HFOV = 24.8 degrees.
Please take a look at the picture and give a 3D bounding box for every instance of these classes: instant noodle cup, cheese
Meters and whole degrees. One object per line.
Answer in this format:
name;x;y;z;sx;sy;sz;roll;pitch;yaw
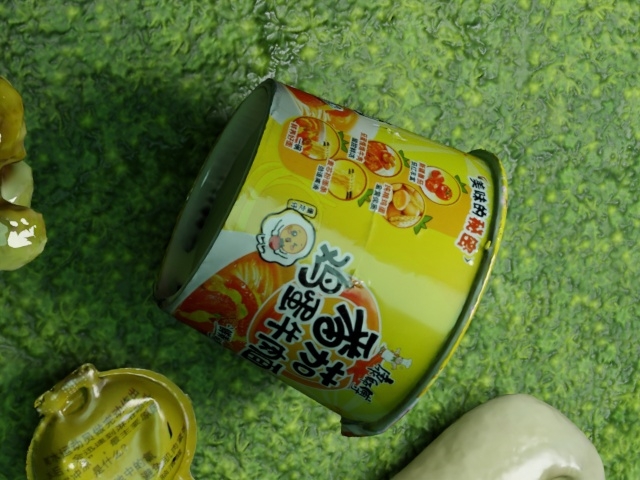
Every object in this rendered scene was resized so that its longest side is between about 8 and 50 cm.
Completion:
instant noodle cup;0.000;0.000;1.172;0.200;0.264;0.264;27;91;-15
cheese;-0.159;0.204;1.247;0.156;0.064;0.250;-37;121;-9
cheese;0.095;0.285;1.326;0.351;0.129;0.328;17;97;-25

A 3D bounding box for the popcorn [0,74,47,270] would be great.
popcorn;-0.329;-0.009;1.047;0.276;0.225;0.277;-6;107;-19
